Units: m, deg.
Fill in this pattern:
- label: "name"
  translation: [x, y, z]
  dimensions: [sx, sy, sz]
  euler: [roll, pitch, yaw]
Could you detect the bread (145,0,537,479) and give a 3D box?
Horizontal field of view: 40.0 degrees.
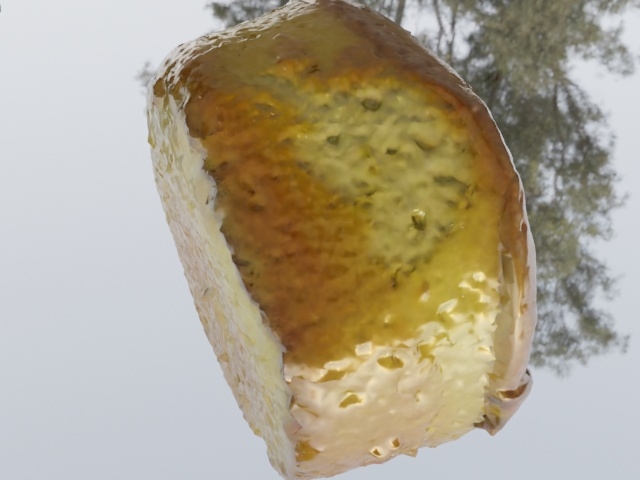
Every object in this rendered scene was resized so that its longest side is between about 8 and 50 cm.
- label: "bread"
  translation: [0.000, 0.000, 0.471]
  dimensions: [0.145, 0.268, 0.268]
  euler: [-17, -133, -16]
